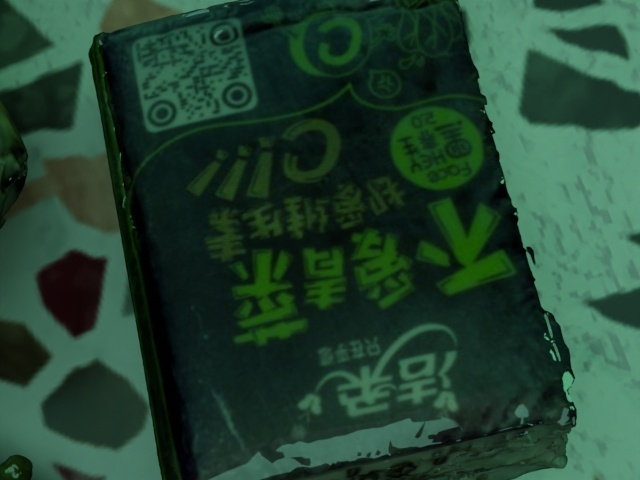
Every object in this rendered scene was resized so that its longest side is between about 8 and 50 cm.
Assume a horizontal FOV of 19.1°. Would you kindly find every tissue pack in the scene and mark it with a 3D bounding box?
[{"bbox_3d":[0.000,0.000,0.825,0.173,0.073,0.235,-13,65,-2],"label":"tissue pack"}]

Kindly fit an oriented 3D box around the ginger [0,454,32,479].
[{"bbox_3d":[-0.069,0.161,0.836,0.290,0.089,0.137,5,101,10],"label":"ginger"}]

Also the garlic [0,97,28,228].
[{"bbox_3d":[-0.261,-0.090,0.779,0.241,0.322,0.322,-33,80,-17],"label":"garlic"}]
